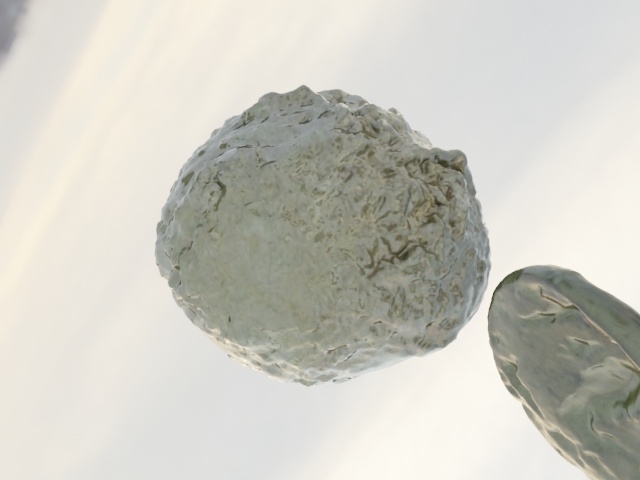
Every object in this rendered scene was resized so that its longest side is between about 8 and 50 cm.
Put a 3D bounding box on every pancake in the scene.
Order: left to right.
[{"bbox_3d":[0.220,0.118,1.499,0.050,0.242,0.242,-36,-178,-24],"label":"pancake"}]

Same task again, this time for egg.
[{"bbox_3d":[0.000,0.000,1.771,0.279,0.310,0.279,-5,90,-69],"label":"egg"}]
